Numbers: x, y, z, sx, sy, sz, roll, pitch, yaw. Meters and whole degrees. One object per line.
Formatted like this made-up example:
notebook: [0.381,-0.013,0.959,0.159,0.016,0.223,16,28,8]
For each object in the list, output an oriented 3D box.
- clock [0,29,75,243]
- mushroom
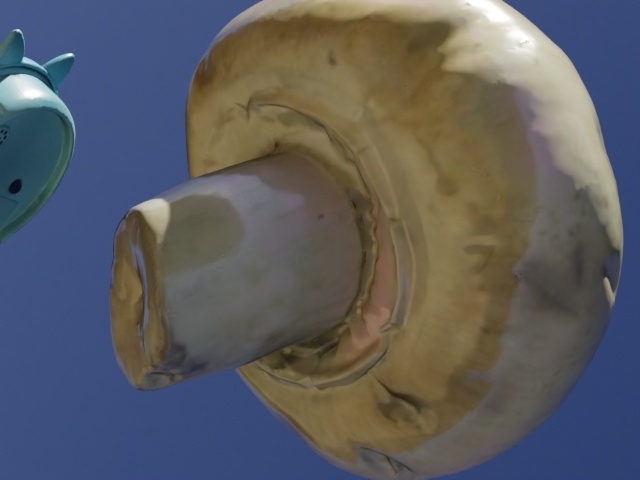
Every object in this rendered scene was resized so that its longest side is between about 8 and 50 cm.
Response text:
clock: [-0.341,-0.079,1.877,0.094,0.223,0.274,42,-80,22]
mushroom: [0.019,-0.015,1.316,0.353,0.353,0.325,-51,-146,36]
